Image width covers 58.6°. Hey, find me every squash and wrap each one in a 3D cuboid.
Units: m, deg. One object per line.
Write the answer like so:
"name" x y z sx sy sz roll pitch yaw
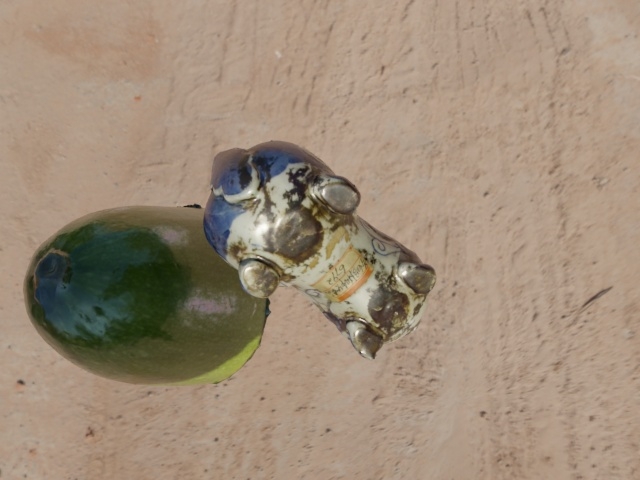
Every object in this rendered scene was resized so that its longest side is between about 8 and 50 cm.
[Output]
"squash" -0.268 0.095 0.822 0.310 0.309 0.310 1 92 19

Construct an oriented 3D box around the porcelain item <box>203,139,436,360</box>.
"porcelain item" 0.000 0.000 0.612 0.138 0.288 0.186 -49 31 6
